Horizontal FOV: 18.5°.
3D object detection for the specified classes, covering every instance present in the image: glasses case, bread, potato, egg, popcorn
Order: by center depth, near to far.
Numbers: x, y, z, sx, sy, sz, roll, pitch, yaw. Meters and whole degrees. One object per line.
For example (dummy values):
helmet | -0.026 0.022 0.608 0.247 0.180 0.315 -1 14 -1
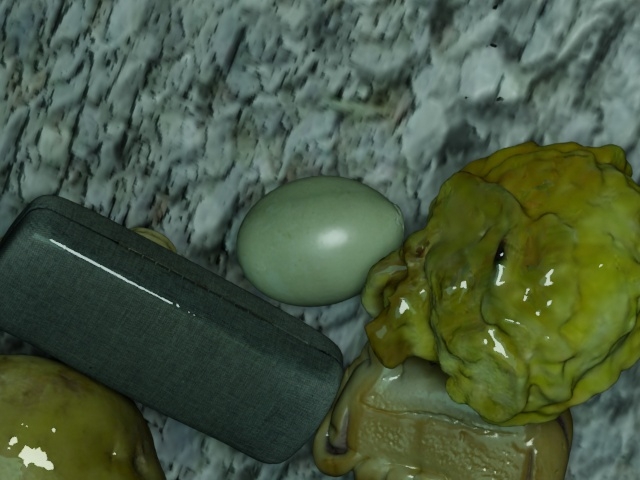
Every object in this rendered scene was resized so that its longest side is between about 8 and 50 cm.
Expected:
popcorn | 0.158 0.026 1.607 0.266 0.192 0.233 -17 62 11
egg | 0.000 0.000 1.717 0.152 0.114 0.114 -14 95 18
bread | 0.109 0.170 1.730 0.225 0.081 0.134 18 101 17
glasses case | -0.139 0.081 1.738 0.323 0.074 0.131 28 123 -11
potato | -0.256 0.220 1.797 0.243 0.242 0.285 -12 92 20

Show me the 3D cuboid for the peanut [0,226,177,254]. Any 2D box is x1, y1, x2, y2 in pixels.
peanut | -0.219 0.021 1.813 0.187 0.082 0.082 7 102 17
